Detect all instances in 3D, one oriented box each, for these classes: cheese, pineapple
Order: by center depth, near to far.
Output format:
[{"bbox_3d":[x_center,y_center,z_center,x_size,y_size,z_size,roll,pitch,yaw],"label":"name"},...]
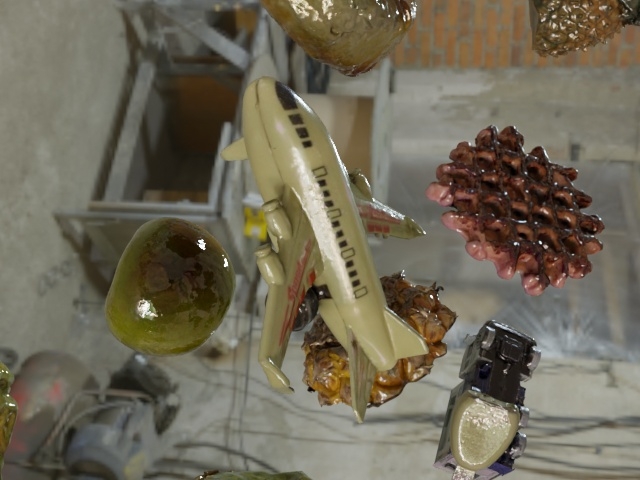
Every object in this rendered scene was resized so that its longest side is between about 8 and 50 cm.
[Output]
[{"bbox_3d":[0.375,-0.288,1.081,0.125,0.251,0.125,-9,90,-73],"label":"pineapple"},{"bbox_3d":[0.058,0.109,1.081,0.076,0.225,0.224,56,27,-28],"label":"pineapple"},{"bbox_3d":[0.224,0.319,1.342,0.037,0.097,0.192,-45,154,-79],"label":"cheese"}]

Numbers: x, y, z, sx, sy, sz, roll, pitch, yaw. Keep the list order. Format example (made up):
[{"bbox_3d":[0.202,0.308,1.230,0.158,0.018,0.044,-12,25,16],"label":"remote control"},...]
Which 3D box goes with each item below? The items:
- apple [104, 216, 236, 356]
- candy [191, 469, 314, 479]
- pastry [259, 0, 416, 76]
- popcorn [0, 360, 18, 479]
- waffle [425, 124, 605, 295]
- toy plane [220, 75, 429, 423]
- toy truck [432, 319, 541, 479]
[{"bbox_3d":[-0.202,0.066,1.215,0.196,0.157,0.196,-58,-169,18],"label":"apple"},{"bbox_3d":[-0.110,0.464,1.554,0.260,0.260,0.118,31,63,-81],"label":"candy"},{"bbox_3d":[-0.008,-0.359,1.183,0.330,0.136,0.329,40,26,-23],"label":"pastry"},{"bbox_3d":[-0.526,0.271,1.218,0.252,0.215,0.286,172,-76,-74],"label":"popcorn"},{"bbox_3d":[0.254,-0.038,1.150,0.221,0.234,0.055,-40,169,-36],"label":"waffle"},{"bbox_3d":[0.000,0.000,0.650,0.244,0.092,0.229,61,37,-11],"label":"toy plane"},{"bbox_3d":[0.299,0.293,1.648,0.155,0.124,0.268,123,-10,-55],"label":"toy truck"}]
